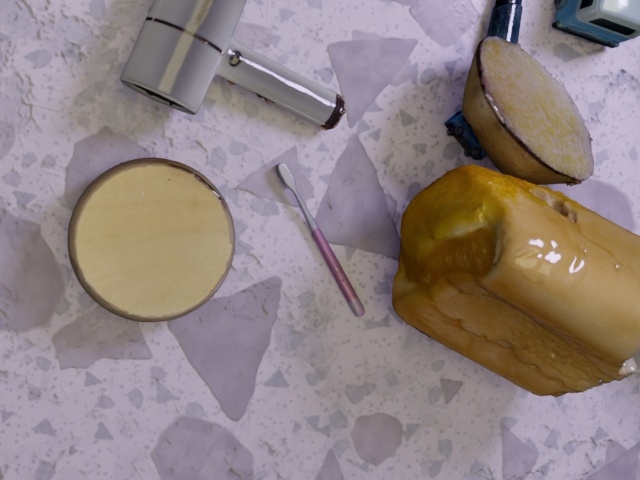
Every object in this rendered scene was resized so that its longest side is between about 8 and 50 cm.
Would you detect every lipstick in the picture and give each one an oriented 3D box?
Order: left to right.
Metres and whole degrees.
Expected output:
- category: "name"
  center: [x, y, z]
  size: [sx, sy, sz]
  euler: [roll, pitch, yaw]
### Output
- category: "lipstick"
  center: [0.322, -0.431, 1.708]
  size: [0.053, 0.053, 0.234]
  euler: [13, 88, -15]

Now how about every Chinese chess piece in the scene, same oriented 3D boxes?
- category: "Chinese chess piece"
  center: [-0.255, -0.001, 1.564]
  size: [0.250, 0.097, 0.251]
  euler: [-1, 93, -14]

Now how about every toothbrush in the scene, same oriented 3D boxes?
- category: "toothbrush"
  center: [0.000, 0.000, 1.668]
  size: [0.020, 0.025, 0.286]
  euler: [-31, 102, -13]

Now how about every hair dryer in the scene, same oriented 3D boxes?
- category: "hair dryer"
  center: [-0.104, -0.255, 1.585]
  size: [0.362, 0.128, 0.203]
  euler: [25, 87, -22]

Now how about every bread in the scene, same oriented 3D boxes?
- category: "bread"
  center: [0.312, 0.037, 1.592]
  size: [0.394, 0.361, 0.250]
  euler: [29, 60, -12]

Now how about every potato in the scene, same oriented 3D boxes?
- category: "potato"
  center: [0.312, -0.195, 1.659]
  size: [0.299, 0.116, 0.239]
  euler: [26, 53, -38]

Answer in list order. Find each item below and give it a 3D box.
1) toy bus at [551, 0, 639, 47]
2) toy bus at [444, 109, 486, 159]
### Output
- category: "toy bus"
  center: [0.496, -0.469, 1.688]
  size: [0.133, 0.165, 0.271]
  euler: [15, 90, -14]
- category: "toy bus"
  center: [0.247, -0.174, 1.710]
  size: [0.046, 0.038, 0.083]
  euler: [-45, 104, -11]
